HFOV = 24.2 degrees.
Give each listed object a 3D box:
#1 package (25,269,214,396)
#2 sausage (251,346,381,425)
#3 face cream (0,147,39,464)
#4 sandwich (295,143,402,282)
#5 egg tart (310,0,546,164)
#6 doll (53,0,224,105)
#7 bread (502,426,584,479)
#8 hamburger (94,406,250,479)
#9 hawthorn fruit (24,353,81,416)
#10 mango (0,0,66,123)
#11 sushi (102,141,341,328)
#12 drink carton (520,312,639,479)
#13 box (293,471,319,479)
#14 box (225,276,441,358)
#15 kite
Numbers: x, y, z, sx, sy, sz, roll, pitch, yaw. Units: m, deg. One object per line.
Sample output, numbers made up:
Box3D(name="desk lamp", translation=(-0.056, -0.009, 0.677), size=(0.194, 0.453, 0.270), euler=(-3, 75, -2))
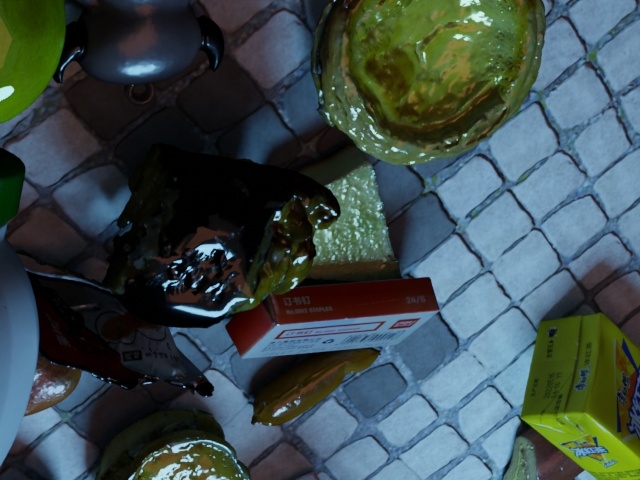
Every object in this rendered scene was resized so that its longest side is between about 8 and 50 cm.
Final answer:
Box3D(name="package", translation=(-0.233, 0.099, 1.594), size=(0.269, 0.194, 0.071), euler=(17, 106, -47))
Box3D(name="sausage", translation=(-0.010, 0.173, 1.839), size=(0.183, 0.054, 0.062), euler=(-32, 166, -6))
Box3D(name="face cream", translation=(-0.412, 0.078, 1.417), size=(0.219, 0.312, 0.357), euler=(-16, 121, -67))
Box3D(name="sandwich", translation=(0.000, 0.000, 1.731), size=(0.162, 0.058, 0.193), euler=(-25, 131, -8))
Box3D(name="egg tart", translation=(0.113, -0.213, 1.628), size=(0.279, 0.095, 0.279), euler=(-10, 121, -17))
Box3D(name="doll", translation=(-0.176, -0.254, 1.429), size=(0.182, 0.117, 0.257), euler=(-8, 123, -20))
Box3D(name="bread", translation=(0.326, 0.303, 2.087), size=(0.192, 0.067, 0.119), euler=(-39, 137, 0))
Box3D(name="hamburger", translation=(-0.178, 0.274, 1.789), size=(0.177, 0.113, 0.185), euler=(7, 109, -25))
Box3D(name="hawthorn fruit", translation=(-0.321, 0.131, 1.612), size=(0.128, 0.128, 0.128), euler=(-14, 126, -20))
Box3D(name="mango", translation=(-0.329, -0.233, 1.339), size=(0.185, 0.149, 0.273), euler=(-6, 112, 5))
Box3D(name="sushi", translation=(-0.104, -0.006, 1.556), size=(0.204, 0.200, 0.213), euler=(25, 106, -22))
Box3D(name="drink carton", translation=(0.418, 0.251, 2.020), size=(0.351, 0.111, 0.154), euler=(40, 54, -36))
Box3D(name="box", translation=(-0.050, 0.548, 1.897), size=(0.300, 0.312, 0.314), euler=(-23, 129, -12))
Box3D(name="box", translation=(0.014, 0.091, 1.762), size=(0.229, 0.050, 0.123), euler=(-3, 157, -26))
Box3D(name="kite", translation=(-0.271, 0.031, 1.578), size=(0.156, 0.139, 0.011), euler=(34, 74, -76))
